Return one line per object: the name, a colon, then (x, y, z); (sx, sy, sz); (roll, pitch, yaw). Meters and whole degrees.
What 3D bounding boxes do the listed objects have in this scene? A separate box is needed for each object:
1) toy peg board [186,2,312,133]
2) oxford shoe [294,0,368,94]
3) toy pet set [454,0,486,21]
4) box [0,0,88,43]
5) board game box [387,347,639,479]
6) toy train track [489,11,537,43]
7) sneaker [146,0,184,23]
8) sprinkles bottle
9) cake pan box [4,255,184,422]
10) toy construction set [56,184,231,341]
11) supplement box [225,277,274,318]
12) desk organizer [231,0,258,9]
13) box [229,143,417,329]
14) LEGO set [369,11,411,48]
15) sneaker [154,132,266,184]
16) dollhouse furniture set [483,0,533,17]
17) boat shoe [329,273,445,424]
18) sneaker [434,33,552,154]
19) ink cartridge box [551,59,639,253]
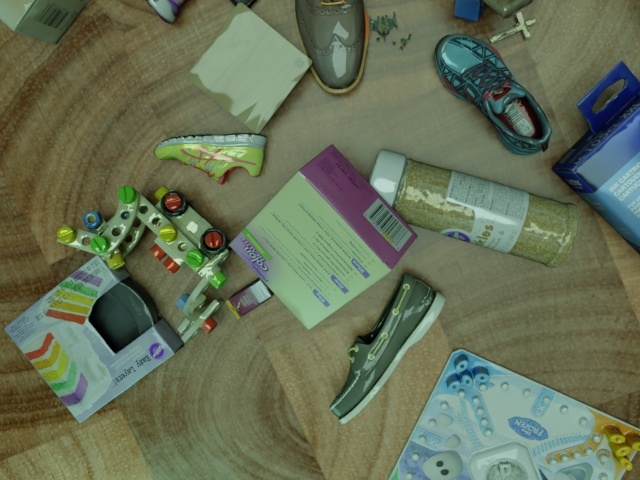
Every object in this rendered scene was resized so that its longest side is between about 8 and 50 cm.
toy peg board: (-0.123, -0.305, 1.123); (0.161, 0.079, 0.161); (38, 101, -6)
oxford shoe: (0.008, -0.433, 1.059); (0.130, 0.133, 0.363); (-7, 98, 6)
toy pet set: (0.287, -0.397, 1.048); (0.114, 0.122, 0.065); (21, 106, 18)
box: (-0.584, -0.507, 1.106); (0.311, 0.148, 0.121); (43, 101, 0)
board game box: (0.354, 0.456, 1.195); (0.390, 0.050, 0.389); (24, 100, 2)
toy train track: (0.337, -0.368, 1.096); (0.083, 0.014, 0.048); (-22, 103, 14)
sneaker: (-0.313, -0.506, 1.109); (0.105, 0.095, 0.236); (-41, 97, 3)
sprinkles bottle: (0.256, -0.057, 1.094); (0.356, 0.121, 0.121); (16, 100, 3)
cake pan box: (-0.439, 0.186, 1.231); (0.267, 0.070, 0.245); (-35, 95, 9)
toy construction set: (-0.290, 0.029, 1.146); (0.328, 0.151, 0.215); (45, 81, -7)
supplement box: (-0.131, 0.106, 1.192); (0.083, 0.055, 0.043); (-33, 94, 9)
desk organizer: (-0.111, -0.466, 1.108); (0.130, 0.050, 0.047); (-42, 92, 10)
box: (0.000, 0.000, 1.077); (0.213, 0.117, 0.243); (47, 133, -2)
LEGO set: (0.121, -0.375, 1.116); (0.054, 0.023, 0.083); (-38, 106, 12)
sneaker: (-0.203, -0.149, 1.150); (0.209, 0.081, 0.094); (0, 100, 6)
dollhouse furniture set: (0.381, -0.549, 0.910); (0.394, 0.256, 0.362); (-33, 67, -17)
boat shoe: (0.106, 0.200, 1.157); (0.091, 0.109, 0.305); (37, 94, 0)
sneaker: (0.302, -0.256, 1.058); (0.262, 0.125, 0.104); (44, 100, -2)
ink cartridge box: (0.589, -0.119, 1.040); (0.395, 0.151, 0.270); (44, 100, 0)
